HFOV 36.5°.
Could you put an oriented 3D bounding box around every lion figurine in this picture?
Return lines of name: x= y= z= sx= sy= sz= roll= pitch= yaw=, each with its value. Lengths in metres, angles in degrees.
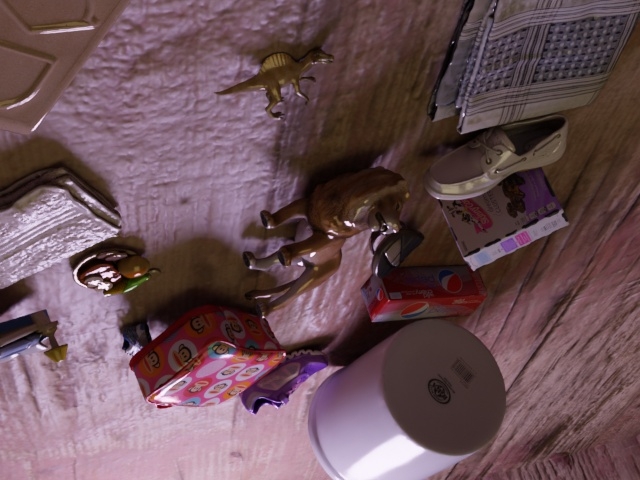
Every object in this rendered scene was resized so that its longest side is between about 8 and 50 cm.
lion figurine: x=0.000 y=0.000 z=1.743 sx=0.240 sy=0.142 sz=0.392 roll=-22 pitch=168 yaw=-25

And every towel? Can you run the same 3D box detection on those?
towel: x=-0.466 y=-0.009 z=1.513 sx=0.282 sy=0.049 sz=0.187 roll=-26 pitch=149 yaw=11
towel: x=0.343 y=-0.296 z=1.511 sx=0.324 sy=0.056 sz=0.312 roll=-10 pitch=149 yaw=-15

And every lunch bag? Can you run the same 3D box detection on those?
lunch bag: x=-0.234 y=0.251 z=1.948 sx=0.258 sy=0.120 sz=0.293 roll=-40 pitch=154 yaw=14

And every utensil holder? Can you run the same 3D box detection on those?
utensil holder: x=0.189 y=0.383 z=2.190 sx=0.327 sy=0.328 sz=0.385 roll=-4 pitch=158 yaw=-25

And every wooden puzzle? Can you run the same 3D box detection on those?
wooden puzzle: x=-0.411 y=-0.268 z=1.103 sx=0.322 sy=0.081 sz=0.347 roll=12 pitch=142 yaw=-42

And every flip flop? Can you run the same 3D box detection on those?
flip flop: x=0.134 y=0.002 z=1.805 sx=0.112 sy=0.080 sz=0.277 roll=-44 pitch=174 yaw=12

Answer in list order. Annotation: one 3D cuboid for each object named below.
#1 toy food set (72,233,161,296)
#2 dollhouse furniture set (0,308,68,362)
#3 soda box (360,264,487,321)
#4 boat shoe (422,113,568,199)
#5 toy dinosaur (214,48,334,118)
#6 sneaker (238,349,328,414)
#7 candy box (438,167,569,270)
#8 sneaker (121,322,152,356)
toy food set: x=-0.364 y=0.055 z=1.685 sx=0.132 sy=0.039 sz=0.192 roll=-24 pitch=150 yaw=7
dollhouse furniture set: x=-0.591 y=0.263 z=1.612 sx=0.303 sy=0.198 sz=0.286 roll=-18 pitch=-177 yaw=8
soda box: x=0.225 y=0.113 z=2.081 sx=0.263 sy=0.084 sz=0.092 roll=-1 pitch=145 yaw=-29
boat shoe: x=0.304 y=-0.158 z=1.680 sx=0.277 sy=0.098 sz=0.096 roll=-23 pitch=151 yaw=-13
toy dinosaur: x=-0.069 y=-0.227 z=1.404 sx=0.183 sy=0.053 sz=0.093 roll=-22 pitch=135 yaw=-11
sneaker: x=-0.087 y=0.331 z=2.233 sx=0.236 sy=0.105 sz=0.095 roll=-22 pitch=149 yaw=1
candy box: x=0.327 y=-0.064 z=1.770 sx=0.196 sy=0.165 sz=0.070 roll=-28 pitch=149 yaw=13
sneaker: x=-0.366 y=0.209 z=1.935 sx=0.058 sy=0.052 sz=0.135 roll=-5 pitch=141 yaw=-5
